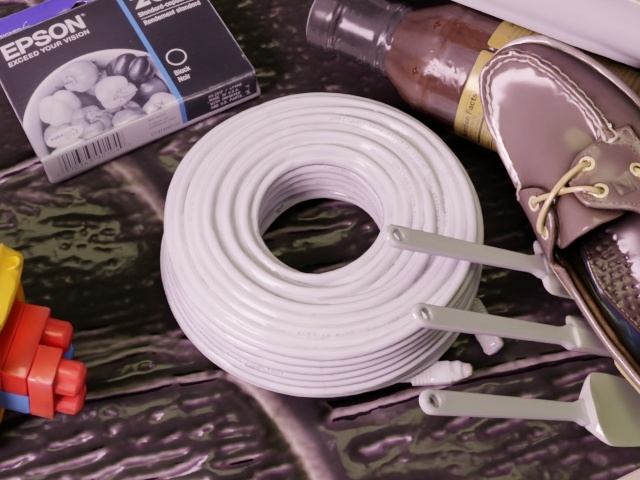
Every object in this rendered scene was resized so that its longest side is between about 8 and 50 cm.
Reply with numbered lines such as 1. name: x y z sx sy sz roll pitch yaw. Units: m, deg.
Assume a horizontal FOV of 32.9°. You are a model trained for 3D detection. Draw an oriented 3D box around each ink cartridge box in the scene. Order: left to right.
1. ink cartridge box: -0.192 -0.174 0.990 0.206 0.045 0.208 -26 61 -14

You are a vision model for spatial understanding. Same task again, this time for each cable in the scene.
1. cable: 0.000 0.000 0.856 0.257 0.089 0.257 -10 59 -6

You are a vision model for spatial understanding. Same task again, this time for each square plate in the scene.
1. square plate: 0.159 -0.212 0.902 0.347 0.344 0.049 24 106 14

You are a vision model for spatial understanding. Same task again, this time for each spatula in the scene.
1. spatula: 0.152 0.067 0.781 0.242 0.019 0.168 10 59 -36

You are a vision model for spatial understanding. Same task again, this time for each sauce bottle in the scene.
1. sauce bottle: 0.152 -0.135 0.926 0.344 0.111 0.111 28 63 16

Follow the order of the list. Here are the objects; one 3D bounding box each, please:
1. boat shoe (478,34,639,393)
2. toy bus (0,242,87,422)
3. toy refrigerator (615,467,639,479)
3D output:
1. boat shoe: 0.214 -0.012 0.801 0.096 0.116 0.324 -21 78 -53
2. toy bus: -0.265 0.057 0.755 0.211 0.220 0.149 12 54 0
3. toy refrigerator: 0.240 0.195 0.731 0.269 0.102 0.094 -23 61 -12
